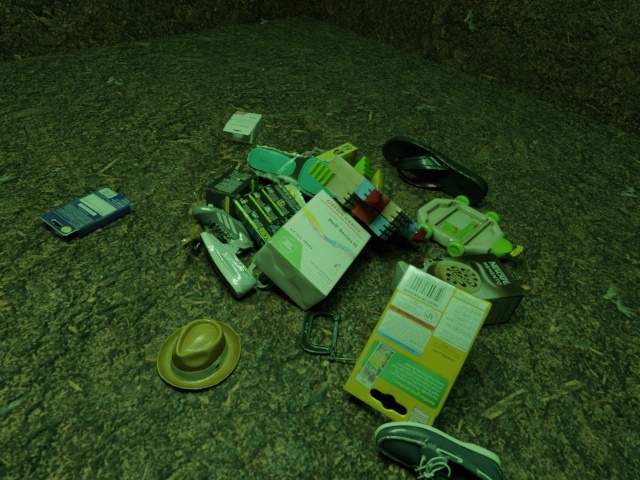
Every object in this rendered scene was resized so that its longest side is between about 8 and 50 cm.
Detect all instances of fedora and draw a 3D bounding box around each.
[{"bbox_3d":[-0.277,0.241,0.996,0.195,0.079,0.194,4,41,-4],"label":"fedora"}]

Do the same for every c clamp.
[{"bbox_3d":[0.018,0.236,1.099,0.137,0.022,0.160,1,42,0],"label":"c clamp"}]

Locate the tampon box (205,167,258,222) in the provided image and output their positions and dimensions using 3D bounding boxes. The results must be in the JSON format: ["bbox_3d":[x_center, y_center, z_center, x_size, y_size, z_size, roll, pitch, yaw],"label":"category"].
[{"bbox_3d":[-0.280,-0.138,1.399,0.102,0.120,0.161,17,37,13],"label":"tampon box"}]

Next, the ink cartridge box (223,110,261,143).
[{"bbox_3d":[-0.325,-0.466,1.825,0.116,0.067,0.198,10,39,3],"label":"ink cartridge box"}]

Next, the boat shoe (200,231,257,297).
[{"bbox_3d":[-0.252,0.056,1.203,0.081,0.079,0.227,-28,64,-24],"label":"boat shoe"}]

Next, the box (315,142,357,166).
[{"bbox_3d":[0.044,-0.296,1.675,0.058,0.087,0.232,36,46,26],"label":"box"}]

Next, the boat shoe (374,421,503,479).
[{"bbox_3d":[0.228,0.432,0.849,0.255,0.095,0.079,21,30,1],"label":"boat shoe"}]

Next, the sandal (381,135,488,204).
[{"bbox_3d":[0.405,-0.260,1.643,0.446,0.167,0.107,33,64,26],"label":"sandal"}]

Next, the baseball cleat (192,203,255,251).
[{"bbox_3d":[-0.275,-0.028,1.261,0.206,0.072,0.109,23,46,-30],"label":"baseball cleat"}]

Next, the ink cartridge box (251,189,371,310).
[{"bbox_3d":[0.000,0.000,1.232,0.207,0.119,0.353,44,46,-3],"label":"ink cartridge box"}]

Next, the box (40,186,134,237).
[{"bbox_3d":[-0.710,-0.084,1.336,0.137,0.036,0.225,29,43,23],"label":"box"}]

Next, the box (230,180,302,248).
[{"bbox_3d":[-0.140,-0.073,1.314,0.184,0.045,0.190,-31,77,-34],"label":"box"}]

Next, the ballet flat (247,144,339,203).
[{"bbox_3d":[-0.067,-0.233,1.548,0.409,0.146,0.147,24,43,18],"label":"ballet flat"}]

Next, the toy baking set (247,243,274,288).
[{"bbox_3d":[-0.114,0.063,1.268,0.257,0.030,0.196,0,41,-9],"label":"toy baking set"}]

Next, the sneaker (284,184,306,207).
[{"bbox_3d":[-0.101,-0.112,1.438,0.094,0.081,0.208,-17,47,-24],"label":"sneaker"}]

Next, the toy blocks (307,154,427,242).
[{"bbox_3d":[0.166,-0.100,1.325,0.381,0.190,0.261,29,16,-50],"label":"toy blocks"}]

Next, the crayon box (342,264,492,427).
[{"bbox_3d":[0.219,0.244,0.991,0.203,0.083,0.322,27,78,20],"label":"crayon box"}]

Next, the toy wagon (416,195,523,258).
[{"bbox_3d":[0.491,-0.027,1.447,0.344,0.068,0.267,36,48,28],"label":"toy wagon"}]

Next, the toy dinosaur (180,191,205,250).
[{"bbox_3d":[-0.357,-0.035,1.280,0.064,0.112,0.211,3,40,-5],"label":"toy dinosaur"}]

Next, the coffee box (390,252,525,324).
[{"bbox_3d":[0.364,0.139,1.189,0.298,0.118,0.168,-4,41,-14],"label":"coffee box"}]
